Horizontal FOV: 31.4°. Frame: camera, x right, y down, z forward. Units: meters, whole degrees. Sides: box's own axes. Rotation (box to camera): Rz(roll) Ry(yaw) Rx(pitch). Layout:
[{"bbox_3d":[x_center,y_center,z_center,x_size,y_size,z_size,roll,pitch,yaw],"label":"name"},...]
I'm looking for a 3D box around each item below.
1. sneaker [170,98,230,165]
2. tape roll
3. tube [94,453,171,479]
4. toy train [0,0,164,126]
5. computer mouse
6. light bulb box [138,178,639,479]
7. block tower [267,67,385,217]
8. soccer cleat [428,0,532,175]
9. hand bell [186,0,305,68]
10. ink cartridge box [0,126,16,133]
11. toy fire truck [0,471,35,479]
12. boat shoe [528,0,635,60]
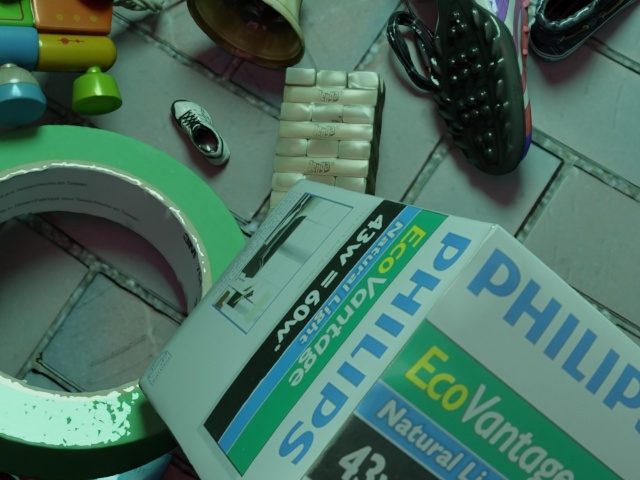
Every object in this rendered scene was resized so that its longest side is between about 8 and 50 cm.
[{"bbox_3d":[-0.119,-0.112,1.121,0.032,0.037,0.083,-42,75,-1],"label":"sneaker"},{"bbox_3d":[-0.220,0.047,1.001,0.321,0.077,0.321,9,57,-13],"label":"tape roll"},{"bbox_3d":[-0.212,0.283,1.045,0.080,0.052,0.207,20,75,-1],"label":"tube"},{"bbox_3d":[-0.215,-0.183,1.076,0.248,0.105,0.143,-4,73,-36],"label":"toy train"},{"bbox_3d":[0.077,-0.261,1.134,0.071,0.041,0.242,-8,80,-25],"label":"computer mouse"},{"bbox_3d":[0.098,0.156,0.809,0.358,0.361,0.225,39,85,-18],"label":"light bulb box"},{"bbox_3d":[0.000,0.000,1.054,0.091,0.097,0.335,4,77,7],"label":"block tower"},{"bbox_3d":[0.160,-0.221,1.083,0.116,0.109,0.318,-10,83,-35],"label":"soccer cleat"},{"bbox_3d":[-0.024,-0.305,1.132,0.126,0.126,0.242,22,69,11],"label":"hand bell"},{"bbox_3d":[-0.435,-0.219,1.095,0.117,0.201,0.278,-35,76,-3],"label":"ink cartridge box"},{"bbox_3d":[-0.334,0.281,0.997,0.254,0.169,0.302,31,83,8],"label":"toy fire truck"},{"bbox_3d":[0.272,-0.251,1.081,0.065,0.083,0.183,42,85,13],"label":"boat shoe"}]
